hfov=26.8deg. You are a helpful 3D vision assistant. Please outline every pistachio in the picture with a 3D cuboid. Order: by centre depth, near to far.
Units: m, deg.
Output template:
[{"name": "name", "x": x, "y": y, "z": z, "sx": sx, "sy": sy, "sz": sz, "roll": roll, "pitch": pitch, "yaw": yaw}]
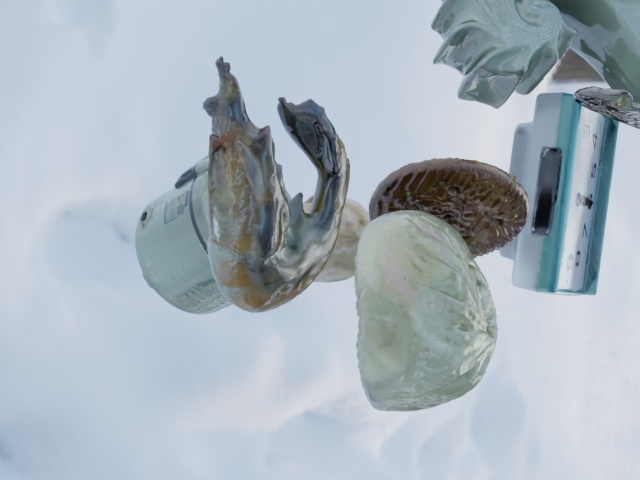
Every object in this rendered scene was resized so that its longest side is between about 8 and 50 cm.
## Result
[{"name": "pistachio", "x": 0.000, "y": 0.000, "z": 2.332, "sx": 0.157, "sy": 0.229, "sz": 0.157, "roll": 9, "pitch": 74, "yaw": -33}]

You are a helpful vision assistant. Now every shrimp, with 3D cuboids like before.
[{"name": "shrimp", "x": -0.028, "y": -0.046, "z": 1.094, "sx": 0.145, "sy": 0.059, "sz": 0.254, "roll": -22, "pitch": 130, "yaw": -29}]

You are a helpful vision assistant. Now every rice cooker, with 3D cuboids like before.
[{"name": "rice cooker", "x": -0.155, "y": -0.013, "z": 2.115, "sx": 0.226, "sy": 0.244, "sz": 0.226, "roll": 24, "pitch": 52, "yaw": -35}]

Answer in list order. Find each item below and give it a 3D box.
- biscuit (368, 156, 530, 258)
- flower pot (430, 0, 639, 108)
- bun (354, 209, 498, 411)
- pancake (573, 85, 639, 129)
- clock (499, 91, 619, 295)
[{"name": "biscuit", "x": 0.149, "y": -0.032, "z": 1.556, "sx": 0.188, "sy": 0.188, "sz": 0.027, "roll": 57, "pitch": 30, "yaw": -49}, {"name": "flower pot", "x": 0.329, "y": -0.293, "z": 1.719, "sx": 0.164, "sy": 0.367, "sz": 0.254, "roll": 116, "pitch": -21, "yaw": -70}, {"name": "bun", "x": 0.117, "y": 0.087, "z": 1.462, "sx": 0.244, "sy": 0.153, "sz": 0.244, "roll": 1, "pitch": 90, "yaw": -81}, {"name": "pancake", "x": 0.339, "y": -0.119, "z": 1.337, "sx": 0.190, "sy": 0.184, "sz": 0.020, "roll": 13, "pitch": 99, "yaw": -60}, {"name": "clock", "x": 0.314, "y": -0.059, "z": 1.821, "sx": 0.231, "sy": 0.116, "sz": 0.262, "roll": 6, "pitch": 91, "yaw": -64}]
